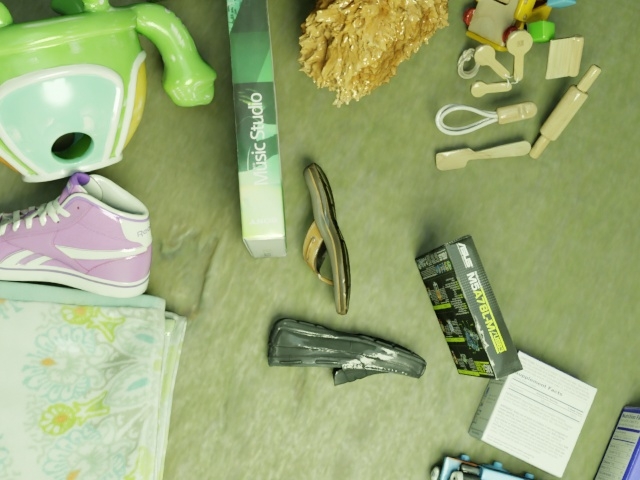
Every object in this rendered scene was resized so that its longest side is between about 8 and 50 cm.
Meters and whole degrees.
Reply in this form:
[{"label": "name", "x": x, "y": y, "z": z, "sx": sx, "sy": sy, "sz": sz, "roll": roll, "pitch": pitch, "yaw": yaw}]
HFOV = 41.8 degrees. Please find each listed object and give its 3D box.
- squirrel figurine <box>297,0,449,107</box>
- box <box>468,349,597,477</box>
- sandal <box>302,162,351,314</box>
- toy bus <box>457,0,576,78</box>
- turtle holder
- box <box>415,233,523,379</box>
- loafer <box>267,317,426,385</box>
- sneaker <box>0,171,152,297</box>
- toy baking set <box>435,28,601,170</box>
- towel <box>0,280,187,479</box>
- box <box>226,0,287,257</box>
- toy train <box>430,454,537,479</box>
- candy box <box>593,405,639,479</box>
[{"label": "squirrel figurine", "x": 0.056, "y": -0.384, "z": 1.072, "sx": 0.281, "sy": 0.370, "sz": 0.397, "roll": -13, "pitch": 114, "yaw": 14}, {"label": "box", "x": 0.299, "y": 0.243, "z": 1.189, "sx": 0.126, "sy": 0.072, "sz": 0.137, "roll": 26, "pitch": 81, "yaw": -2}, {"label": "sandal", "x": 0.000, "y": 0.000, "z": 1.184, "sx": 0.060, "sy": 0.090, "sz": 0.219, "roll": -16, "pitch": 86, "yaw": 9}, {"label": "toy bus", "x": 0.296, "y": -0.357, "z": 1.246, "sx": 0.104, "sy": 0.202, "sz": 0.191, "roll": -1, "pitch": 76, "yaw": -39}, {"label": "turtle holder", "x": -0.330, "y": -0.213, "z": 1.120, "sx": 0.320, "sy": 0.243, "sz": 0.228, "roll": -26, "pitch": 110, "yaw": -43}, {"label": "box", "x": 0.196, "y": 0.094, "z": 1.138, "sx": 0.045, "sy": 0.191, "sz": 0.184, "roll": -22, "pitch": 85, "yaw": -8}, {"label": "loafer", "x": 0.036, "y": 0.166, "z": 1.173, "sx": 0.223, "sy": 0.076, "sz": 0.078, "roll": 12, "pitch": 87, "yaw": 0}, {"label": "sneaker", "x": -0.359, "y": -0.029, "z": 1.100, "sx": 0.282, "sy": 0.102, "sz": 0.161, "roll": 8, "pitch": 123, "yaw": -4}, {"label": "toy baking set", "x": 0.277, "y": -0.197, "z": 1.213, "sx": 0.196, "sy": 0.030, "sz": 0.256, "roll": 15, "pitch": 124, "yaw": -18}, {"label": "towel", "x": -0.371, "y": 0.208, "z": 1.053, "sx": 0.374, "sy": 0.090, "sz": 0.321, "roll": 5, "pitch": 56, "yaw": -5}, {"label": "box", "x": -0.083, "y": -0.145, "z": 1.116, "sx": 0.058, "sy": 0.232, "sz": 0.322, "roll": -6, "pitch": 83, "yaw": -2}, {"label": "toy train", "x": 0.245, "y": 0.349, "z": 1.153, "sx": 0.184, "sy": 0.105, "sz": 0.080, "roll": 17, "pitch": 81, "yaw": -4}, {"label": "candy box", "x": 0.500, "y": 0.428, "z": 1.164, "sx": 0.268, "sy": 0.122, "sz": 0.317, "roll": 27, "pitch": 82, "yaw": -1}]
